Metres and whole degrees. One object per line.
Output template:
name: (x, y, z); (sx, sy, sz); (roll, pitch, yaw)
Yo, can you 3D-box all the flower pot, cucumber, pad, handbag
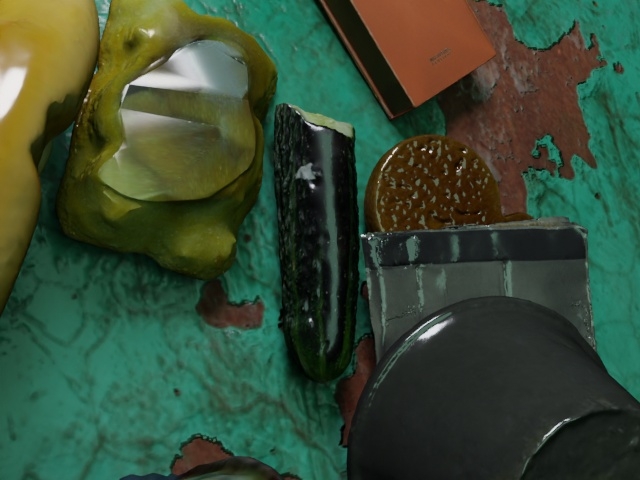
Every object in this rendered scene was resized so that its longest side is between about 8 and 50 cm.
flower pot: (0.172, 0.188, 0.621); (0.269, 0.166, 0.268); (-3, 98, -20)
cucumber: (-0.001, 0.000, 0.668); (0.075, 0.074, 0.241); (2, 80, -25)
pad: (0.151, 0.070, 0.713); (0.233, 0.022, 0.174); (-5, 87, -20)
handbag: (0.074, -0.230, 0.762); (0.127, 0.063, 0.190); (-35, 97, -27)

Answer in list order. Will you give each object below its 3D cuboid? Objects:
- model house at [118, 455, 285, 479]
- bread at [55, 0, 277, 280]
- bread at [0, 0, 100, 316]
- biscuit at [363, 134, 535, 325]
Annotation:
model house: (-0.171, 0.311, 0.350); (0.339, 0.297, 0.360); (-2, 81, -42)
bread: (-0.111, -0.092, 0.628); (0.161, 0.088, 0.233); (15, 71, -19)
bread: (-0.310, -0.041, 0.469); (0.245, 0.329, 0.423); (43, 55, -58)
biscuit: (0.130, 0.011, 0.738); (0.180, 0.039, 0.236); (-30, 97, -20)
